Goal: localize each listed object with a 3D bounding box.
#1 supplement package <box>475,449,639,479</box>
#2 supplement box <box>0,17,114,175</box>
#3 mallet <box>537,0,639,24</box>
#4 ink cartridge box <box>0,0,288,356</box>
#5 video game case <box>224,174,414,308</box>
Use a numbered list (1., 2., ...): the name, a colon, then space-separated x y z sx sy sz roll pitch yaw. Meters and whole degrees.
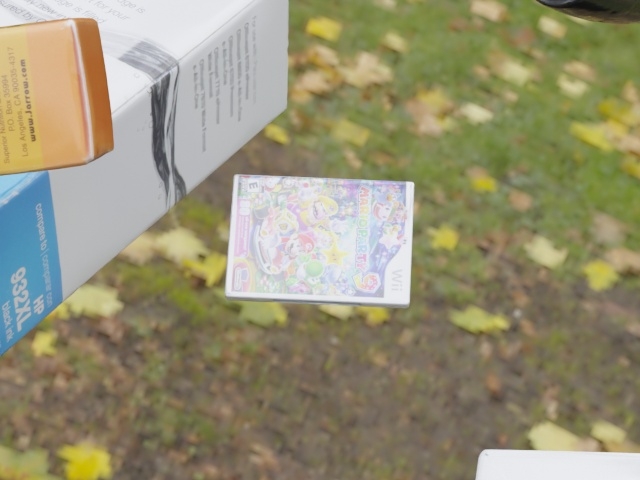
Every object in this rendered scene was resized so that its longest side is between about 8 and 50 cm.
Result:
1. supplement package: 0.197 0.264 0.967 0.198 0.263 0.199 0 58 20
2. supplement box: -0.230 -0.066 0.904 0.233 0.080 0.078 -8 8 3
3. mallet: 0.148 -0.143 0.581 0.039 0.189 0.062 55 22 23
4. ink cartridge box: -0.197 -0.096 1.137 0.223 0.129 0.307 28 51 25
5. video game case: 0.000 0.000 1.159 0.122 0.011 0.087 3 70 2
